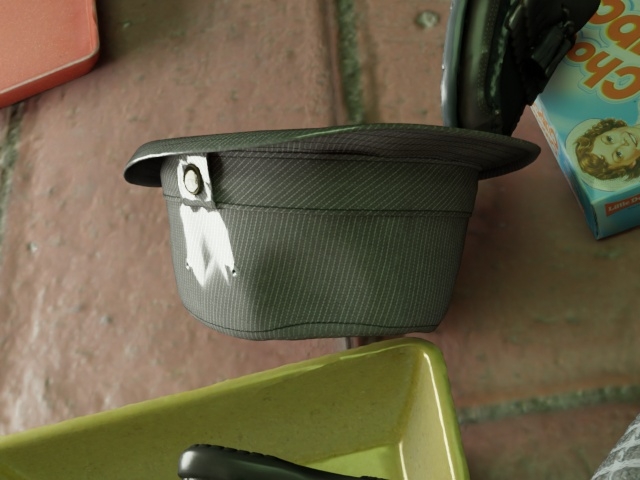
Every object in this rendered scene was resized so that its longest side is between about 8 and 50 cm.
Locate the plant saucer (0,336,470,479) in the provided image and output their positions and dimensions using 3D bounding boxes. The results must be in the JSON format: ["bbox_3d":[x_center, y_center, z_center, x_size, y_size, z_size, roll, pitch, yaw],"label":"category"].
[{"bbox_3d":[-0.053,0.253,0.529,0.332,0.081,0.333,-15,58,11],"label":"plant saucer"}]

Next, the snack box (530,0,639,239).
[{"bbox_3d":[0.231,-0.173,0.677,0.187,0.060,0.322,-22,57,9],"label":"snack box"}]

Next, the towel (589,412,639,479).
[{"bbox_3d":[0.275,0.134,0.379,0.283,0.121,0.235,23,30,30],"label":"towel"}]

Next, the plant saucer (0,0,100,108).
[{"bbox_3d":[-0.340,-0.222,0.923,0.259,0.048,0.258,-19,57,8],"label":"plant saucer"}]

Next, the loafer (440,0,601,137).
[{"bbox_3d":[0.158,-0.195,0.621,0.095,0.109,0.303,8,64,22],"label":"loafer"}]

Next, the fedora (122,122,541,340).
[{"bbox_3d":[0.000,0.000,0.589,0.275,0.243,0.124,2,90,37],"label":"fedora"}]

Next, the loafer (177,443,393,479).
[{"bbox_3d":[0.020,0.163,0.468,0.220,0.080,0.078,4,73,28],"label":"loafer"}]
